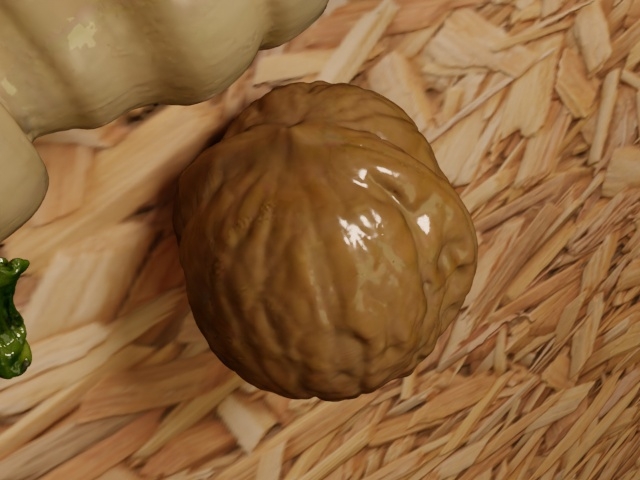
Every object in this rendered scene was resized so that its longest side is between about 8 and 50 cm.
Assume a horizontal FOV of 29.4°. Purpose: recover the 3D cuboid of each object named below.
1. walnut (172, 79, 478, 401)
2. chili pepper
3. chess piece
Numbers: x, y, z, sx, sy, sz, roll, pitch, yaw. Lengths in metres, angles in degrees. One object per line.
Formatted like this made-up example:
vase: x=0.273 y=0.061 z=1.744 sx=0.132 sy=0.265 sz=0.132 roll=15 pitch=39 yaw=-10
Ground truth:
walnut: x=0.000 y=0.000 z=0.775 sx=0.213 sy=0.213 sz=0.213 roll=-38 pitch=146 yaw=-31
chili pepper: x=-0.183 y=0.044 z=0.698 sx=0.030 sy=0.034 sz=0.091 roll=-75 pitch=174 yaw=-53
chess piece: x=-0.150 y=-0.067 z=0.513 sx=0.299 sy=0.167 sz=0.167 roll=-44 pitch=149 yaw=-15
